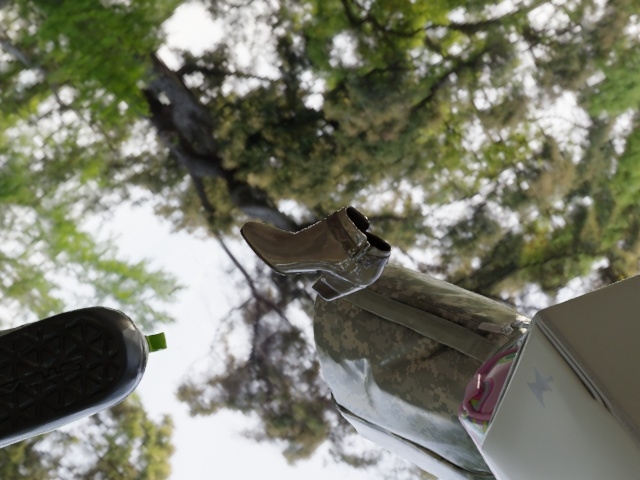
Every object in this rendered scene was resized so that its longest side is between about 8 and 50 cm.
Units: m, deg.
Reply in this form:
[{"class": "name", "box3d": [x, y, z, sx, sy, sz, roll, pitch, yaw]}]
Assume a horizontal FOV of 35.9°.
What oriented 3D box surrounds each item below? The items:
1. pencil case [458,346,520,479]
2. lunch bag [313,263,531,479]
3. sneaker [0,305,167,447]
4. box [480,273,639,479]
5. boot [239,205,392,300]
[{"class": "pencil case", "box3d": [0.203, 0.223, 0.768, 0.124, 0.284, 0.124, -21, -166, 6]}, {"class": "lunch bag", "box3d": [0.150, 0.159, 1.237, 0.305, 0.256, 0.212, 22, -112, 40]}, {"class": "sneaker", "box3d": [-0.214, 0.099, 0.631, 0.235, 0.084, 0.097, -11, 176, -1]}, {"class": "box", "box3d": [0.211, 0.055, 0.395, 0.275, 0.094, 0.113, -16, -128, -21]}, {"class": "boot", "box3d": [0.000, 0.000, 0.845, 0.087, 0.118, 0.042, -46, -166, 37]}]
